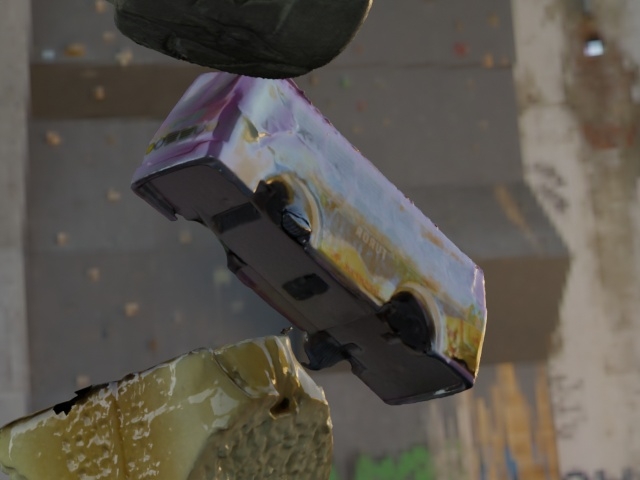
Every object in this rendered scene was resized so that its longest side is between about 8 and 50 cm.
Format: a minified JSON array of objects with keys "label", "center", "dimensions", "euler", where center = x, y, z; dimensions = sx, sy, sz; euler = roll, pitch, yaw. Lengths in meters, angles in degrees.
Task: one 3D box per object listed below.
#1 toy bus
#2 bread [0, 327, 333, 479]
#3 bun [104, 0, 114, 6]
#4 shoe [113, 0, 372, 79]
[{"label":"toy bus","center":[0.000,0.000,1.142],"dimensions":[0.090,0.112,0.274],"euler":[-15,-45,39]},{"label":"bread","center":[-0.104,0.133,1.318],"dimensions":[0.224,0.211,0.183],"euler":[35,15,30]},{"label":"bun","center":[-0.160,-0.303,1.692],"dimensions":[0.172,0.173,0.120],"euler":[-12,-21,36]},{"label":"shoe","center":[-0.010,-0.230,0.952],"dimensions":[0.132,0.211,0.342],"euler":[17,-26,-17]}]
